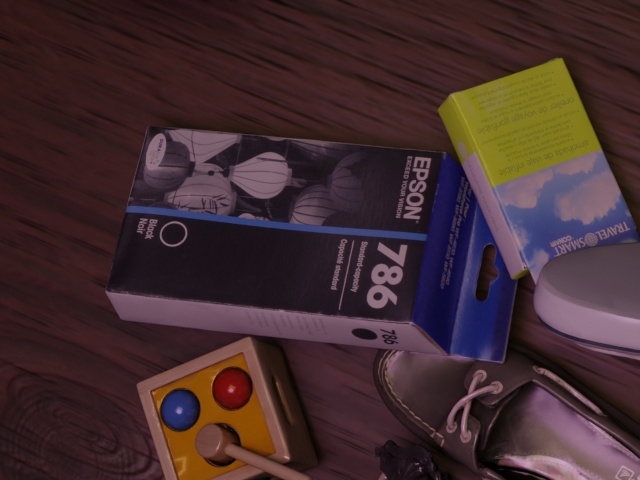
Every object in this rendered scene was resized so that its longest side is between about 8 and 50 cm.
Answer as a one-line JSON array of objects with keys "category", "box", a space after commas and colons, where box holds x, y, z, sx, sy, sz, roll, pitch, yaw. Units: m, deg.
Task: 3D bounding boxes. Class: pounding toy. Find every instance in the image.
[{"category": "pounding toy", "box": [-0.069, 0.162, 1.606, 0.130, 0.100, 0.141, -23, 73, 15]}]

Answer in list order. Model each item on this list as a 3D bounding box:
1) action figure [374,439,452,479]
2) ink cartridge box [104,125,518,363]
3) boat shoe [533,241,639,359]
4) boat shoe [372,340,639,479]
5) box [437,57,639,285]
[{"category": "action figure", "box": [-0.004, 0.279, 1.569, 0.275, 0.164, 0.141, -33, 36, 2]}, {"category": "ink cartridge box", "box": [0.000, 0.000, 1.609, 0.332, 0.065, 0.165, 5, 63, 12]}, {"category": "boat shoe", "box": [0.343, 0.100, 1.514, 0.367, 0.136, 0.156, 4, 118, -3]}, {"category": "boat shoe", "box": [0.188, 0.163, 1.564, 0.335, 0.095, 0.112, 29, 93, 13]}, {"category": "box", "box": [0.182, -0.050, 1.588, 0.109, 0.042, 0.178, -20, 80, -18]}]
